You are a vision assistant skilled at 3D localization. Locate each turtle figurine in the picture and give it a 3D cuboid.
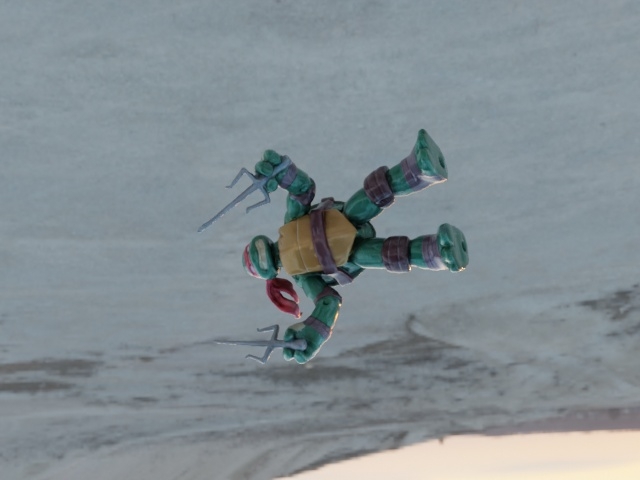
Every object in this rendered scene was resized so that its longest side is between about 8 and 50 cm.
[{"bbox_3d":[0.000,0.000,0.700,0.234,0.175,0.118,-18,-174,22],"label":"turtle figurine"}]
